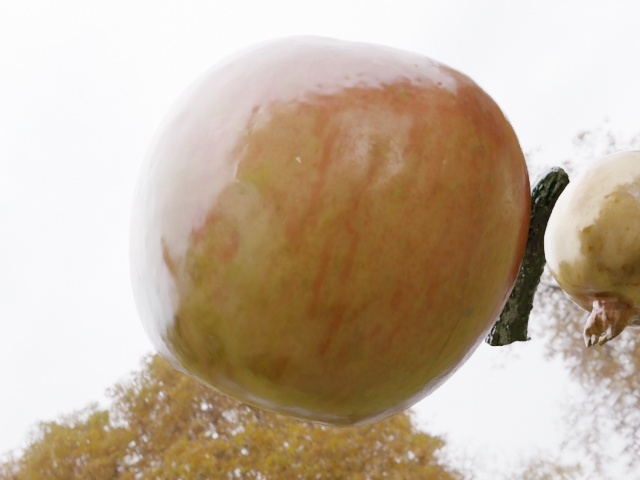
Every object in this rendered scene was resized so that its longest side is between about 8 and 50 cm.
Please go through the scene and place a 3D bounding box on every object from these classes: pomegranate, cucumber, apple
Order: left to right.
[{"bbox_3d":[0.000,0.000,0.860,0.364,0.364,0.364,-14,-59,-25],"label":"apple"},{"bbox_3d":[0.297,0.028,1.368,0.081,0.072,0.303,-6,-56,-18],"label":"cucumber"},{"bbox_3d":[0.359,0.001,1.066,0.207,0.207,0.207,-14,-59,-25],"label":"pomegranate"}]
